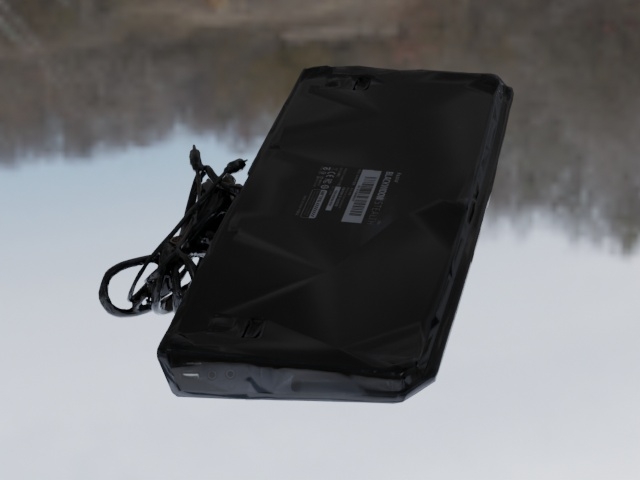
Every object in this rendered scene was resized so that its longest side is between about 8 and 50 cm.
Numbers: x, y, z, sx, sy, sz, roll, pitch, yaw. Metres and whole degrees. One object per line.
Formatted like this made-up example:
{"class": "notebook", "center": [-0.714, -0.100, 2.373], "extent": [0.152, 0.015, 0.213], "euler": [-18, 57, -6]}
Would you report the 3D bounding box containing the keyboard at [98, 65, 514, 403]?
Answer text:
{"class": "keyboard", "center": [0.000, 0.000, 0.574], "extent": [0.100, 0.038, 0.192], "euler": [6, -151, 11]}
